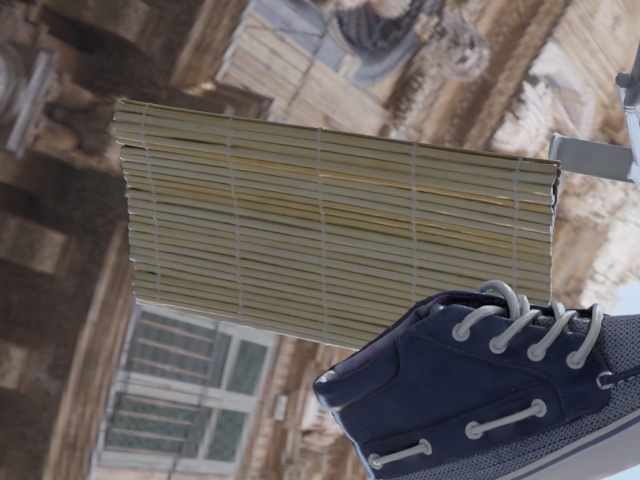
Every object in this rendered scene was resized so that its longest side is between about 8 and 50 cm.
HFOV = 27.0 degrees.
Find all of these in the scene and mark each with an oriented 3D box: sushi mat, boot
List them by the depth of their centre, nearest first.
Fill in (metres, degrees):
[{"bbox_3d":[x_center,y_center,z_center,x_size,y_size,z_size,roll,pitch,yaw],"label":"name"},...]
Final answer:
[{"bbox_3d":[0.087,0.048,0.518,0.190,0.069,0.086,-34,-85,24],"label":"boot"},{"bbox_3d":[0.000,0.000,0.843,0.316,0.019,0.151,10,-60,28],"label":"sushi mat"}]

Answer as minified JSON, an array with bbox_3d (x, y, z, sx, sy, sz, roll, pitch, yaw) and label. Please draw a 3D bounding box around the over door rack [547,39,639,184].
[{"bbox_3d":[0.199,-0.151,0.637,0.108,0.324,0.240,15,-90,4],"label":"over door rack"}]
